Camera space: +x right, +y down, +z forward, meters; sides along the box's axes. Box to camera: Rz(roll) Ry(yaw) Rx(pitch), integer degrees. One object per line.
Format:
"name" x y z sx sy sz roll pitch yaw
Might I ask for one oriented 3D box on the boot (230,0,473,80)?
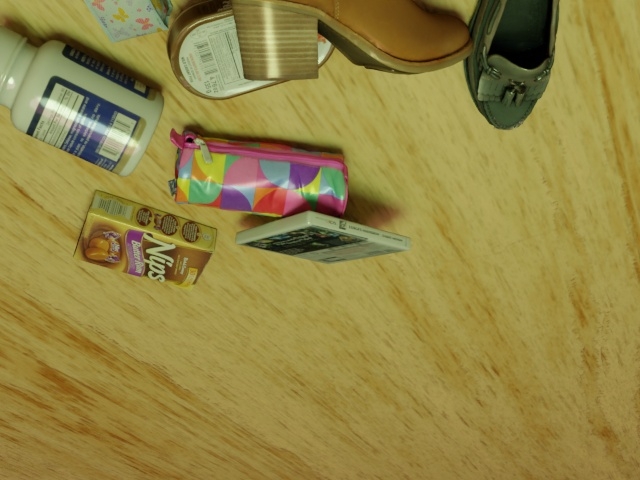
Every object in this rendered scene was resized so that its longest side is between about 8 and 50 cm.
"boot" 0.041 -0.277 0.602 0.283 0.109 0.220 -9 112 -22

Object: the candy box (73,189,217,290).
"candy box" -0.262 0.004 0.930 0.186 0.053 0.109 17 134 -21

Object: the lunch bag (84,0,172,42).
"lunch bag" -0.204 -0.258 0.643 0.071 0.053 0.083 -10 147 13

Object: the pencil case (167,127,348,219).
"pencil case" -0.079 -0.082 0.806 0.236 0.105 0.104 7 137 -11

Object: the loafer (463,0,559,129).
"loafer" 0.210 -0.220 0.668 0.096 0.084 0.268 -5 137 5

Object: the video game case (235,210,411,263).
"video game case" 0.000 0.000 0.868 0.173 0.022 0.190 13 165 -34

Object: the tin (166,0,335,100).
"tin" -0.072 -0.215 0.673 0.189 0.040 0.106 -18 141 -2

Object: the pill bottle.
"pill bottle" -0.286 -0.160 0.705 0.186 0.112 0.112 25 131 -25
